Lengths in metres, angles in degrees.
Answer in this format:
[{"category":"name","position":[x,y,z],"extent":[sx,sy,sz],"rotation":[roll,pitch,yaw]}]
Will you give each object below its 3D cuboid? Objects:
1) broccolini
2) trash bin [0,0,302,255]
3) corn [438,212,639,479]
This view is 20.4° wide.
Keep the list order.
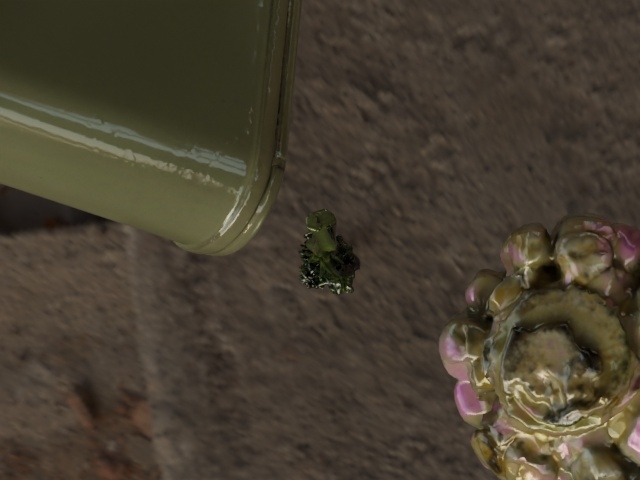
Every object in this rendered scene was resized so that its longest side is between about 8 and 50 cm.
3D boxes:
[{"category":"broccolini","position":[0.000,-0.001,1.121],"extent":[0.044,0.218,0.042],"rotation":[14,81,6]},{"category":"trash bin","position":[-0.144,-0.134,1.170],"extent":[0.121,0.247,0.243],"rotation":[-18,60,51]},{"category":"corn","position":[0.154,0.067,0.858],"extent":[0.127,0.335,0.126],"rotation":[-3,82,21]}]
